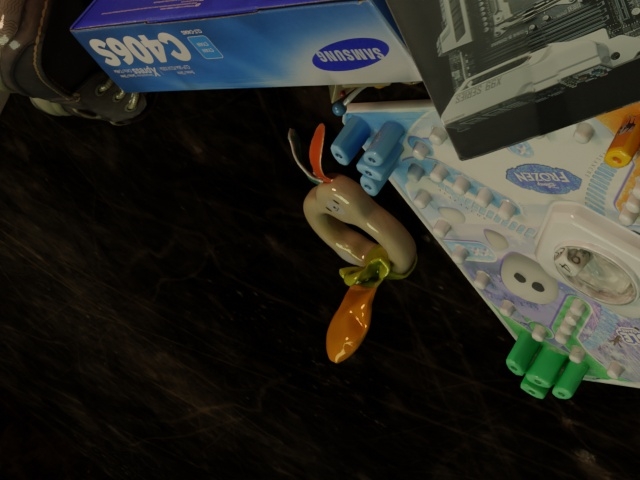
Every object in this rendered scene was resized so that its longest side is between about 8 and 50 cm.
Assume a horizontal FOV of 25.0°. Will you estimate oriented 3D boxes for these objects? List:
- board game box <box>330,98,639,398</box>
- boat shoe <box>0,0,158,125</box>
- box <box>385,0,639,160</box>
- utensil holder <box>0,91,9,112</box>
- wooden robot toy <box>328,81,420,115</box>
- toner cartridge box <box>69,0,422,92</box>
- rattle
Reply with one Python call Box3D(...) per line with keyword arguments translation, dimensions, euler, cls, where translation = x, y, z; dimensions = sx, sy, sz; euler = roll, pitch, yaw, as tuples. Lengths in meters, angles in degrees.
Box3D(translation=(0.238, 0.029, 1.251), dimensions=(0.390, 0.050, 0.390), euler=(3, 141, 50), cls="board game box")
Box3D(translation=(-0.211, -0.179, 1.318), dimensions=(0.130, 0.132, 0.355), euler=(13, -179, 1), cls="boat shoe")
Box3D(translation=(0.134, -0.202, 0.752), dimensions=(0.242, 0.076, 0.307), euler=(-18, 135, 12), cls="box")
Box3D(translation=(-0.542, -0.237, 1.457), dimensions=(0.385, 0.327, 0.327), euler=(20, 153, 25), cls="utensil holder")
Box3D(translation=(0.057, -0.156, 1.152), dimensions=(0.079, 0.076, 0.173), euler=(2, 160, -12), cls="wooden robot toy")
Box3D(translation=(-0.022, -0.190, 1.037), dimensions=(0.348, 0.165, 0.075), euler=(6, 144, 50), cls="toner cartridge box")
Box3D(translation=(0.000, 0.000, 1.412), dimensions=(0.130, 0.143, 0.199), euler=(40, 171, 39), cls="rattle")
